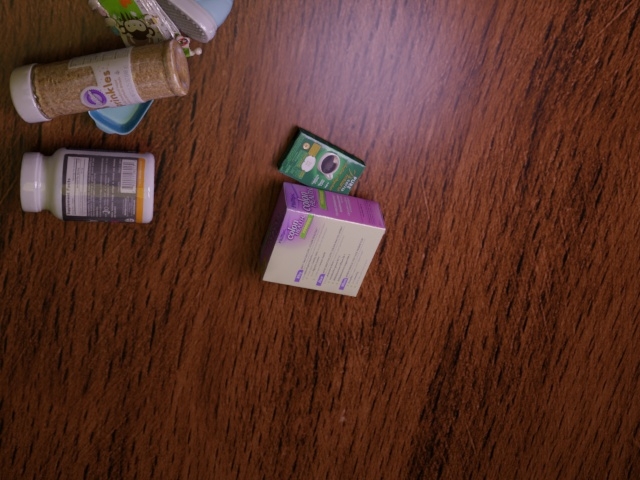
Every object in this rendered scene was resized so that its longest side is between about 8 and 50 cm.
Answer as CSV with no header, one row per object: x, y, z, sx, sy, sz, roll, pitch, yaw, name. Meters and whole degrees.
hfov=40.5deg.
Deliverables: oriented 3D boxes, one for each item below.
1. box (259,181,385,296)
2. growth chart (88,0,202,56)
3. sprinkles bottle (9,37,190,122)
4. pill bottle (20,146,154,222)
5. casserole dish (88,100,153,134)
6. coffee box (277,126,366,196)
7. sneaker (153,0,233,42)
0.000,0.000,2.064,0.242,0.117,0.214,10,125,-16,box
-0.379,-0.455,1.806,0.172,0.021,0.237,-11,135,38,growth chart
-0.457,-0.332,1.802,0.355,0.121,0.121,-9,117,8,sprinkles bottle
-0.508,-0.122,1.910,0.278,0.162,0.162,2,114,-11,pill bottle
-0.429,-0.321,1.901,0.114,0.037,0.188,31,105,-21,casserole dish
0.002,-0.176,2.045,0.184,0.040,0.113,25,110,-20,coffee box
-0.333,-0.575,1.771,0.366,0.135,0.150,41,71,-19,sneaker
